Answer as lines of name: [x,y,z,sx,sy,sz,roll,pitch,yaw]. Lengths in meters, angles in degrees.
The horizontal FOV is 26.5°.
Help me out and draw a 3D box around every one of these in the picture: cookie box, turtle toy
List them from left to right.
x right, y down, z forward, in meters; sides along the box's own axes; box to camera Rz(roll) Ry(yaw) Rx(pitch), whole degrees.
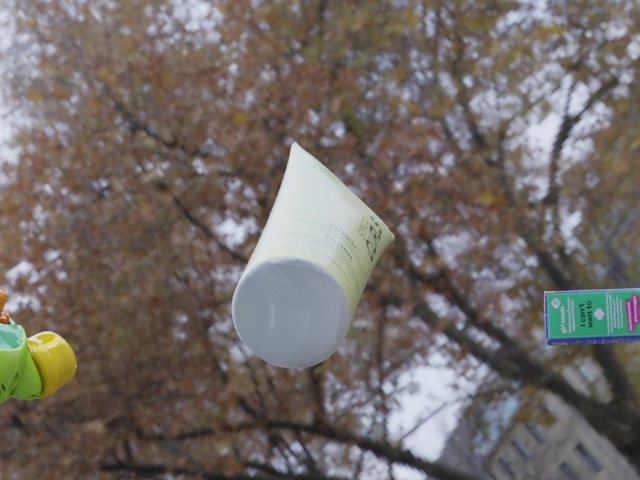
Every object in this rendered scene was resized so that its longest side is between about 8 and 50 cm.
turtle toy: [-0.169,0.053,0.553,0.130,0.066,0.095,-17,10,46]
cookie box: [0.228,0.059,1.060,0.107,0.040,0.092,-4,-7,9]

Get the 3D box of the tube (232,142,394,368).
tube: [0.000,0.000,0.791,0.062,0.070,0.240,-3,16,9]
